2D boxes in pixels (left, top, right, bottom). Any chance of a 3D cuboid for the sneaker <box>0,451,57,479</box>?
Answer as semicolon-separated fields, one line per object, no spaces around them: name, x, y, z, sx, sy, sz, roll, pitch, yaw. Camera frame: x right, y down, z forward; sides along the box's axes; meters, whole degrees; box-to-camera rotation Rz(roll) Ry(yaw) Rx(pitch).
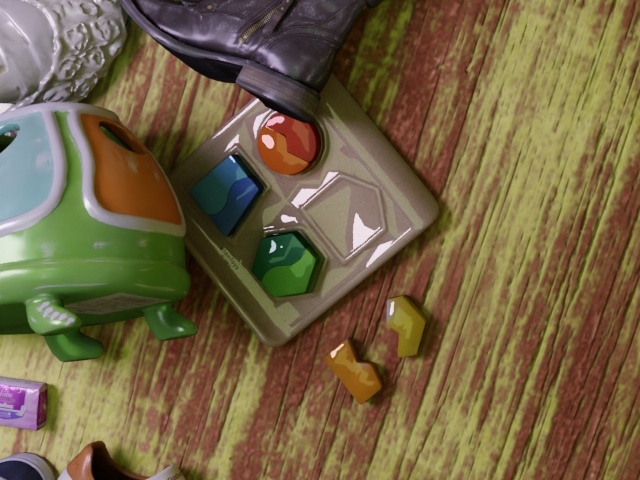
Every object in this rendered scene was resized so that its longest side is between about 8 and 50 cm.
sneaker;-0.413;0.328;1.518;0.282;0.153;0.099;-39;86;13

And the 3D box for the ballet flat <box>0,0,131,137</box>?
ballet flat;-0.370;-0.144;1.478;0.409;0.147;0.147;-33;88;12

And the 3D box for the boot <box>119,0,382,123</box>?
boot;-0.044;-0.257;1.430;0.263;0.091;0.229;29;89;19

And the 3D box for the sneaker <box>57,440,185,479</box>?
sneaker;-0.145;0.307;1.484;0.290;0.106;0.123;30;103;9

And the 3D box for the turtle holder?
turtle holder;-0.275;0.000;1.443;0.320;0.243;0.227;-21;72;54

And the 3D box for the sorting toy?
sorting toy;0.000;0.000;1.459;0.229;0.041;0.307;-40;86;12

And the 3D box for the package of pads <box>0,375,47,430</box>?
package of pads;-0.332;0.170;1.549;0.083;0.032;0.050;7;98;11
